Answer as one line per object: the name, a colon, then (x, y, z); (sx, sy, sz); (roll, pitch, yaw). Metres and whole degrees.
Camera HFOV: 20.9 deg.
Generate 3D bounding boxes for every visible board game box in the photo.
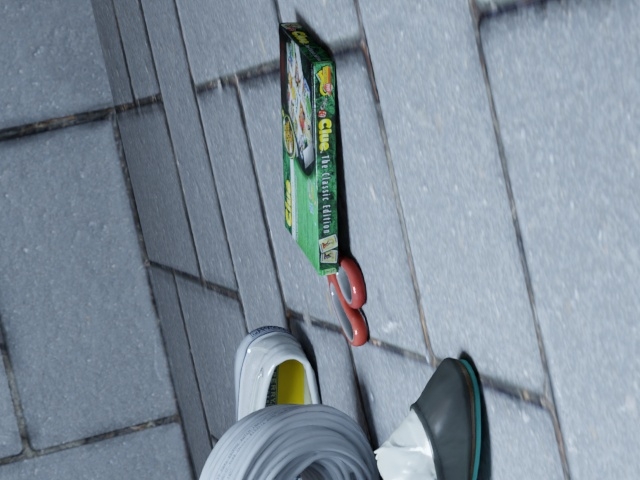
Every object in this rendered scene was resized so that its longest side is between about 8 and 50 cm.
board game box: (-0.014, -0.104, 1.964); (0.136, 0.030, 0.259); (-128, 32, -56)

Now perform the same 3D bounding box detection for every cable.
cable: (-0.036, 0.314, 2.036); (0.089, 0.257, 0.257); (13, 108, 46)

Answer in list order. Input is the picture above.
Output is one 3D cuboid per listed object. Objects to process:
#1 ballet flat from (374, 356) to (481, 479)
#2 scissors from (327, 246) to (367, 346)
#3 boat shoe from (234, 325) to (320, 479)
ballet flat: (0.106, 0.241, 1.689); (0.095, 0.096, 0.280); (-121, 22, -53)
scissors: (0.000, 0.000, 2.062); (0.297, 0.021, 0.109); (-117, 19, -44)
boat shoe: (-0.039, 0.308, 2.337); (0.156, 0.136, 0.367); (-142, 50, -65)
